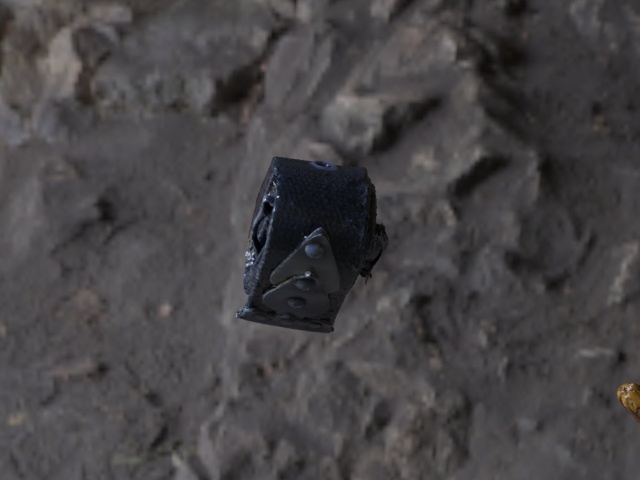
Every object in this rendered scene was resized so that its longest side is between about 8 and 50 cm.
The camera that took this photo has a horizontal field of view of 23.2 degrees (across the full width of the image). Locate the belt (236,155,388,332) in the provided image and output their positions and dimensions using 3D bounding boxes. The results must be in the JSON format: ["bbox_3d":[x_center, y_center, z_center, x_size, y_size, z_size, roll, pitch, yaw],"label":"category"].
[{"bbox_3d":[-0.001,0.000,1.450,0.128,0.218,0.122,9,68,-5],"label":"belt"}]

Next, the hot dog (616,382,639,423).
[{"bbox_3d":[0.437,0.236,2.006,0.038,0.144,0.062,-44,14,1],"label":"hot dog"}]
